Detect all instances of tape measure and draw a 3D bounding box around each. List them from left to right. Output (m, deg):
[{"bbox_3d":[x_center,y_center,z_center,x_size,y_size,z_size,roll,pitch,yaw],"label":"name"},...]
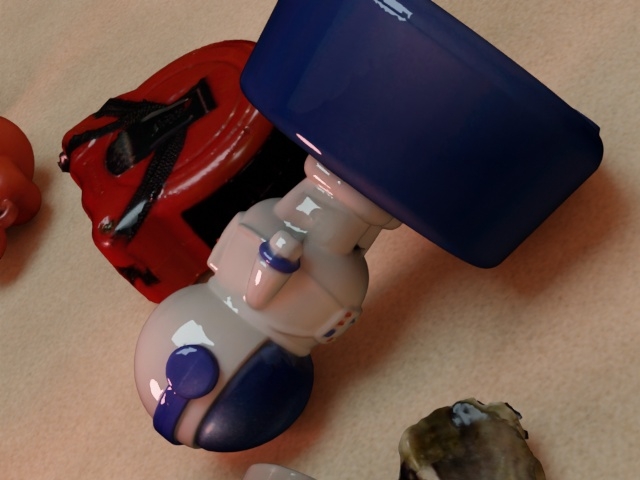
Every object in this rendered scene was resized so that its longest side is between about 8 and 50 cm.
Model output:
[{"bbox_3d":[-0.122,-0.081,1.290,0.260,0.114,0.253,-37,37,5],"label":"tape measure"}]

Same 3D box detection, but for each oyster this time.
[{"bbox_3d":[0.064,0.216,0.816,0.166,0.094,0.294,-10,51,23],"label":"oyster"}]

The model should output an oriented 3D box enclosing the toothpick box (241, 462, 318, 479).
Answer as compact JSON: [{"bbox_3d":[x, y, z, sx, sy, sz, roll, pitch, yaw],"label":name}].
[{"bbox_3d":[-0.043,0.249,0.876,0.111,0.111,0.181,2,52,43],"label":"toothpick box"}]

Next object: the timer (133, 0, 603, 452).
[{"bbox_3d":[0.000,0.000,1.025,0.384,0.270,0.270,-54,35,8],"label":"timer"}]

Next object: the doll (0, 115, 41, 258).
[{"bbox_3d":[-0.394,-0.069,1.512,0.161,0.130,0.290,-40,42,-4],"label":"doll"}]
